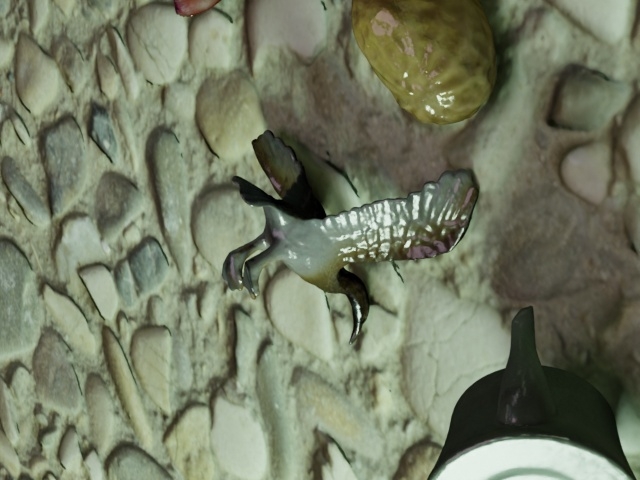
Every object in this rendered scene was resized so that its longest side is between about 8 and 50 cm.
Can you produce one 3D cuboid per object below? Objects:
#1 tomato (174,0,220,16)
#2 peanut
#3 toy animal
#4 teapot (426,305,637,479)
[{"bbox_3d":[-0.114,-0.304,1.243,0.189,0.099,0.173,-97,-8,-69],"label":"tomato"},{"bbox_3d":[0.067,-0.196,1.043,0.095,0.108,0.226,-31,75,41],"label":"peanut"},{"bbox_3d":[-0.012,0.008,1.184,0.272,0.160,0.197,29,124,51],"label":"toy animal"},{"bbox_3d":[0.162,0.171,1.017,0.162,0.149,0.239,-4,123,10],"label":"teapot"}]
